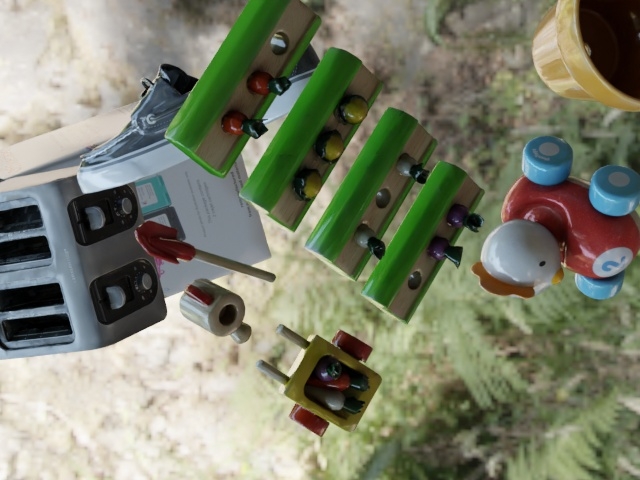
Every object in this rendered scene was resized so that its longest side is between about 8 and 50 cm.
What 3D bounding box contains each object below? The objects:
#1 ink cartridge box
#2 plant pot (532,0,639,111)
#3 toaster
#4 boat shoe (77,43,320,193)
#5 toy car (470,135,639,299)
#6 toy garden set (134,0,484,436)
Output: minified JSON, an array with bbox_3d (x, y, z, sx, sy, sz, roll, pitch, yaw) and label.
[{"bbox_3d":[-0.234,-0.041,1.376,0.198,0.270,0.197,-146,38,-66],"label":"ink cartridge box"},{"bbox_3d":[0.364,-0.255,1.452,0.188,0.205,0.205,171,100,-74],"label":"plant pot"},{"bbox_3d":[-0.259,0.017,1.115,0.110,0.185,0.168,-30,-70,-61],"label":"toaster"},{"bbox_3d":[-0.103,-0.106,0.909,0.076,0.228,0.080,66,-156,-8],"label":"boat shoe"},{"bbox_3d":[0.323,0.018,1.664,0.238,0.210,0.219,-45,-32,-31],"label":"toy car"},{"bbox_3d":[0.000,0.000,0.705,0.244,0.049,0.204,39,-101,-44],"label":"toy garden set"}]
